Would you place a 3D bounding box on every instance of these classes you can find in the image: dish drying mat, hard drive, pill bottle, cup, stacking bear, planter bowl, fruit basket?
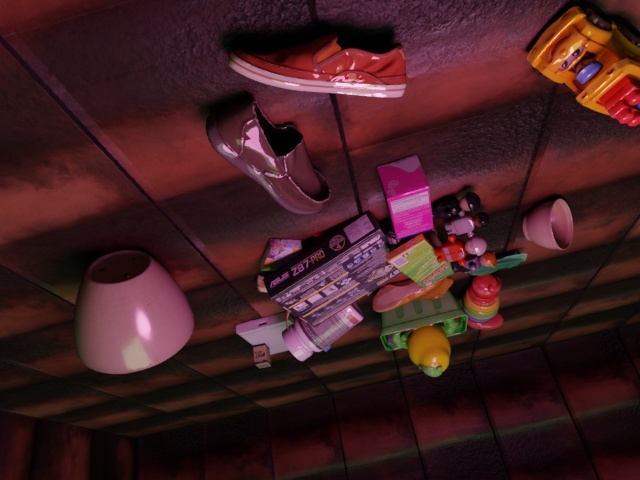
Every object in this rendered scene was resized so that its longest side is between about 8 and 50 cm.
[{"bbox_3d":[0.000,0.000,1.447,0.032,0.008,0.083,-14,149,2],"label":"dish drying mat"},{"bbox_3d":[-0.197,0.420,2.037,0.232,0.047,0.353,-16,150,7],"label":"hard drive"},{"bbox_3d":[0.004,0.308,1.710,0.283,0.161,0.161,-38,144,6],"label":"pill bottle"},{"bbox_3d":[-0.540,0.168,1.293,0.330,0.331,0.237,-6,123,-9],"label":"cup"},{"bbox_3d":[0.688,0.241,1.948,0.164,0.175,0.289,-18,140,-4],"label":"stacking bear"},{"bbox_3d":[0.729,-0.048,1.493,0.162,0.162,0.109,17,166,-39],"label":"planter bowl"},{"bbox_3d":[0.440,0.403,1.918,0.391,0.392,0.283,-16,149,7],"label":"fruit basket"}]

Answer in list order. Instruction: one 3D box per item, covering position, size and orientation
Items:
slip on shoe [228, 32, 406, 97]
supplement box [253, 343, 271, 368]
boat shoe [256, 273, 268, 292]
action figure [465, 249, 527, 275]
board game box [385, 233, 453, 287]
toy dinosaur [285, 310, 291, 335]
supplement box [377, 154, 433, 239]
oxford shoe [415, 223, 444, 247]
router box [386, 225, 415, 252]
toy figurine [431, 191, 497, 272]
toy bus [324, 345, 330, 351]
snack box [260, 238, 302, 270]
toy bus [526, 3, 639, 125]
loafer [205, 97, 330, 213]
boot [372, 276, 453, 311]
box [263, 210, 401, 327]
[{"bbox_3d":[0.001,-0.324,0.835,0.331,0.123,0.101,0,116,-10],"label":"slip on shoe"},{"bbox_3d":[-0.259,0.514,2.045,0.056,0.083,0.083,-13,149,3],"label":"supplement box"},{"bbox_3d":[-0.123,0.139,1.577,0.189,0.068,0.072,0,106,-13],"label":"boat shoe"},{"bbox_3d":[0.650,0.089,1.760,0.232,0.064,0.137,-11,151,-9],"label":"action figure"},{"bbox_3d":[0.314,0.070,1.402,0.124,0.039,0.259,-33,138,21],"label":"board game box"},{"bbox_3d":[-0.107,0.223,1.662,0.064,0.112,0.212,19,100,-30],"label":"toy dinosaur"},{"bbox_3d":[0.233,-0.111,1.241,0.113,0.111,0.220,-16,149,7],"label":"supplement box"},{"bbox_3d":[0.379,0.068,1.567,0.123,0.130,0.348,-23,147,18],"label":"oxford shoe"},{"bbox_3d":[0.245,-0.005,1.388,0.038,0.092,0.122,22,150,33],"label":"router box"},{"bbox_3d":[0.431,-0.018,1.362,0.148,0.213,0.209,-17,150,32],"label":"toy figurine"},{"bbox_3d":[-0.017,0.336,1.896,0.104,0.202,0.191,-40,143,-12],"label":"toy bus"},{"bbox_3d":[-0.126,0.048,1.455,0.100,0.037,0.141,1,147,-22],"label":"snack box"},{"bbox_3d":[0.549,-0.324,0.903,0.220,0.212,0.149,7,146,-26],"label":"toy bus"},{"bbox_3d":[-0.078,-0.173,1.011,0.130,0.134,0.366,-28,146,25],"label":"loafer"},{"bbox_3d":[0.373,0.218,1.841,0.211,0.104,0.295,20,133,-41],"label":"boot"},{"bbox_3d":[0.061,0.108,1.485,0.394,0.097,0.318,-34,143,9],"label":"box"}]
